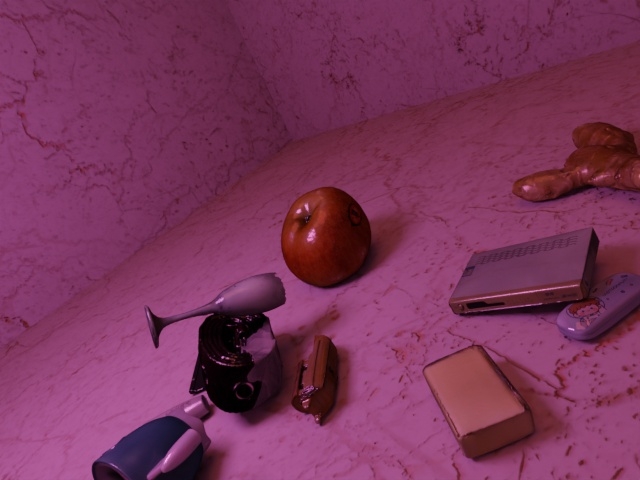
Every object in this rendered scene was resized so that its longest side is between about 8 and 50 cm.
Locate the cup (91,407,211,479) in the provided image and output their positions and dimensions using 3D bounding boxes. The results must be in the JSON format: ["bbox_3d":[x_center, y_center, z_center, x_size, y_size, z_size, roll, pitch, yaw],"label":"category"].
[{"bbox_3d":[-0.307,0.419,0.860,0.300,0.167,0.173,-42,0,37],"label":"cup"}]

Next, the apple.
[{"bbox_3d":[0.009,-0.021,1.361,0.278,0.249,0.309,-22,25,10],"label":"apple"}]

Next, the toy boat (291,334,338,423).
[{"bbox_3d":[-0.012,0.283,0.953,0.088,0.068,0.226,-26,22,16],"label":"toy boat"}]

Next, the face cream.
[{"bbox_3d":[-0.345,0.419,1.037,0.182,0.051,0.072,-28,23,-6],"label":"face cream"}]

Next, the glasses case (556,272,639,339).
[{"bbox_3d":[0.497,0.114,0.794,0.179,0.045,0.067,-32,21,-12],"label":"glasses case"}]

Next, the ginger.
[{"bbox_3d":[0.744,-0.203,1.161,0.363,0.122,0.348,-29,24,-22],"label":"ginger"}]

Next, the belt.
[{"bbox_3d":[-0.188,0.279,1.050,0.184,0.163,0.289,-4,16,-15],"label":"belt"}]

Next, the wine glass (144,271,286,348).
[{"bbox_3d":[-0.276,0.124,1.110,0.310,0.096,0.264,-15,27,-25],"label":"wine glass"}]

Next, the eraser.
[{"bbox_3d":[0.251,0.255,0.737,0.117,0.058,0.172,-25,22,2],"label":"eraser"}]

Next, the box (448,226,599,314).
[{"bbox_3d":[0.419,0.067,0.936,0.270,0.045,0.211,-20,20,44],"label":"box"}]

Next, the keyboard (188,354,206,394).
[{"bbox_3d":[-0.313,0.342,1.221,0.060,0.018,0.195,-18,23,2],"label":"keyboard"}]
